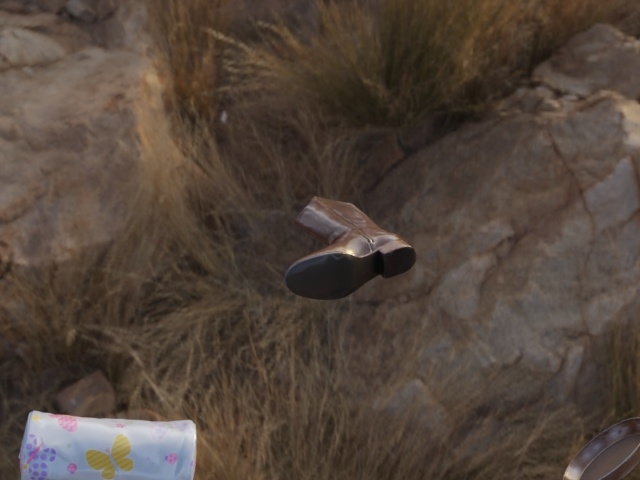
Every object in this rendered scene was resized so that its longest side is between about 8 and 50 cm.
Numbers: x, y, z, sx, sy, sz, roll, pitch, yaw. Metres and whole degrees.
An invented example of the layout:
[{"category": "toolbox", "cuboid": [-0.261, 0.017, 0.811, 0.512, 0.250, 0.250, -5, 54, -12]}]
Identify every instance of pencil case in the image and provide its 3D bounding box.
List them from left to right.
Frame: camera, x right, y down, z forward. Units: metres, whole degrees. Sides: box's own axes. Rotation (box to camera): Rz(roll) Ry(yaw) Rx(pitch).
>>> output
[{"category": "pencil case", "cuboid": [-0.324, 0.326, 1.449, 0.273, 0.124, 0.113, 6, 86, -14]}]

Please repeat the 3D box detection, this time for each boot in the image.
[{"category": "boot", "cuboid": [0.000, 0.000, 0.702, 0.107, 0.037, 0.114, -8, 28, -27]}]

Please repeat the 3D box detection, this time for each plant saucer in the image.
[{"category": "plant saucer", "cuboid": [0.466, 0.351, 1.512, 0.168, 0.168, 0.029, -40, 88, -23]}]
